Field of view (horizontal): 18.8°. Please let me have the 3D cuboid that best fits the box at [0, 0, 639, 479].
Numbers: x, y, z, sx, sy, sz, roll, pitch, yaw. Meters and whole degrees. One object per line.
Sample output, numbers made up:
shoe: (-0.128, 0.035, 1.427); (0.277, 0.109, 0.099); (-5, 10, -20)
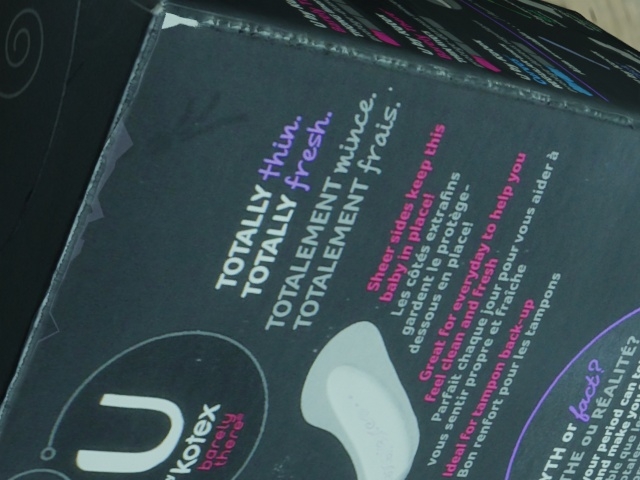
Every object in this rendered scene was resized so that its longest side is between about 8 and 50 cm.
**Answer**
box: (0.000, 0.000, 0.602); (0.270, 0.143, 0.165); (10, 111, -39)
